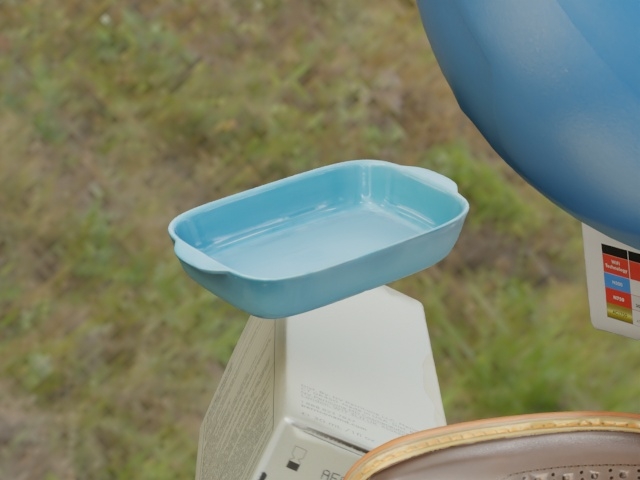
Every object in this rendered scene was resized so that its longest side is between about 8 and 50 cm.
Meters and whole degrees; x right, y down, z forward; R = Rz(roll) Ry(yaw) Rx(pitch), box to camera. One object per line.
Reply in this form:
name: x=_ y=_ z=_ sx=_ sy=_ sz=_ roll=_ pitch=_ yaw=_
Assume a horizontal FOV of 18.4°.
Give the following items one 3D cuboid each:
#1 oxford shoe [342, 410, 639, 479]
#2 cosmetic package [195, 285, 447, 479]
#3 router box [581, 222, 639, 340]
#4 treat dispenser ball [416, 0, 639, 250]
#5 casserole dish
oxford shoe: x=0.176 y=0.162 z=0.884 sx=0.363 sy=0.130 sz=0.133 roll=9 pitch=11 yaw=10
cosmetic package: x=-0.005 y=0.135 z=1.233 sx=0.113 sy=0.160 sz=0.309 roll=23 pitch=17 yaw=-7
router box: x=0.279 y=-0.065 z=1.010 sx=0.082 sy=0.335 sz=0.301 roll=-26 pitch=119 yaw=-36
treat dispenser ball: x=0.176 y=-0.129 z=0.771 sx=0.288 sy=0.288 sz=0.288 roll=43 pitch=21 yaw=-21
casserole dish: x=0.000 y=0.000 z=1.152 sx=0.188 sy=0.037 sz=0.114 roll=-20 pitch=32 yaw=-33
